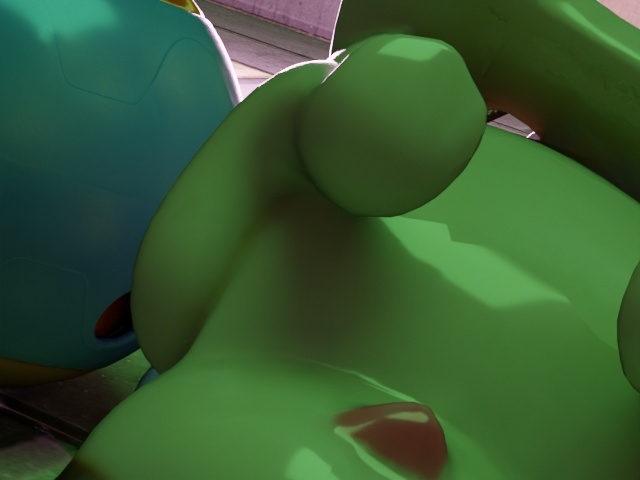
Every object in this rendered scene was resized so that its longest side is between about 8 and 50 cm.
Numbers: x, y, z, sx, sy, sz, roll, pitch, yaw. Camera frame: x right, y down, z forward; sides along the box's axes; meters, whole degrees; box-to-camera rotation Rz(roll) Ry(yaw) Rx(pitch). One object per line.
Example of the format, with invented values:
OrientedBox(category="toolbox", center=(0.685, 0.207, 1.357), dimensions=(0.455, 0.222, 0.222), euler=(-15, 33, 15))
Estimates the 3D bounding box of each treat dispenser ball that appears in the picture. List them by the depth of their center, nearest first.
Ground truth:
OrientedBox(category="treat dispenser ball", center=(-0.188, -0.055, 1.074), dimensions=(0.288, 0.288, 0.288), euler=(16, 12, -3))

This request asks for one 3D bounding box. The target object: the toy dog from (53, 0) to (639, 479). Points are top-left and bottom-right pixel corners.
OrientedBox(category="toy dog", center=(0.018, 0.079, 0.710), dimensions=(0.284, 0.395, 0.408), euler=(40, 37, -2))

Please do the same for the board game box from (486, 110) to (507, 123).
OrientedBox(category="board game box", center=(0.029, -0.084, 1.562), dimensions=(0.281, 0.027, 0.145), euler=(-25, 20, -28))

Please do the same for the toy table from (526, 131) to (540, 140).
OrientedBox(category="toy table", center=(0.300, -0.029, 1.754), dimensions=(0.161, 0.252, 0.274), euler=(1, 8, -20))

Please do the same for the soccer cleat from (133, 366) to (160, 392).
OrientedBox(category="soccer cleat", center=(-0.070, 0.092, 1.118), dimensions=(0.095, 0.083, 0.248), euler=(-11, 7, 23))
